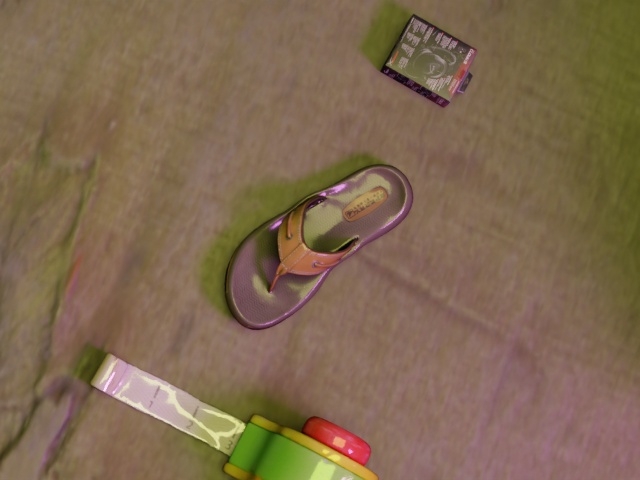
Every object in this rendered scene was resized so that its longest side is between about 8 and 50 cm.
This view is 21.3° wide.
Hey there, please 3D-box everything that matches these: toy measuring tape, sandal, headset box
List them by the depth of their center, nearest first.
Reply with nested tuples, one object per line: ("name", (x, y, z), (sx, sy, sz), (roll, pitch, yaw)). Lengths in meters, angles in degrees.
("toy measuring tape", (-0.060, 0.193, 1.576), (0.330, 0.121, 0.121), (29, 80, -3))
("sandal", (0.000, 0.000, 1.635), (0.219, 0.060, 0.090), (-33, 88, -10))
("headset box", (0.111, -0.176, 1.687), (0.083, 0.032, 0.062), (29, 80, -4))
